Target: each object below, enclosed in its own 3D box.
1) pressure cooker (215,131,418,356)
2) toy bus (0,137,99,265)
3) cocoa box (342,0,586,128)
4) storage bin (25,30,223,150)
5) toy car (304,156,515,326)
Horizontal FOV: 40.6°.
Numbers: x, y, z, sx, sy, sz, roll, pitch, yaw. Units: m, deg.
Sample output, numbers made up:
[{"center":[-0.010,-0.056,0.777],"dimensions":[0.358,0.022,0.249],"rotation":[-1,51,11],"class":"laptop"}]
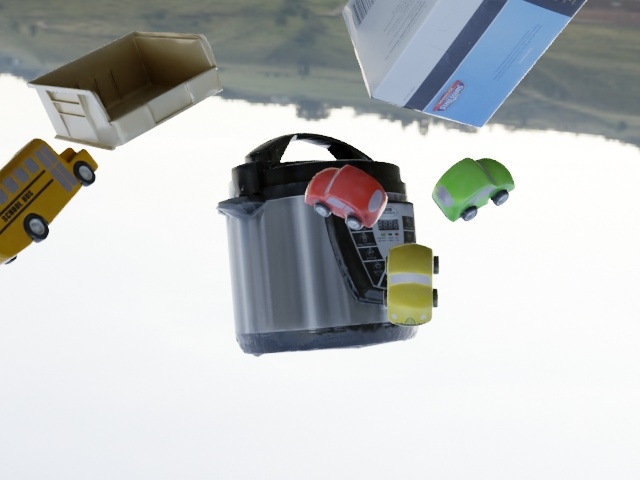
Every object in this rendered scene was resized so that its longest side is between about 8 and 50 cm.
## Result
[{"center":[-0.005,0.001,1.667],"dimensions":[0.375,0.421,0.370],"rotation":[-5,174,2],"class":"pressure cooker"},{"center":[-0.514,-0.066,1.486],"dimensions":[0.108,0.130,0.333],"rotation":[-28,-157,31],"class":"toy bus"},{"center":[0.231,-0.389,1.349],"dimensions":[0.227,0.347,0.232],"rotation":[10,-134,-29],"class":"cocoa box"},{"center":[-0.366,-0.291,1.647],"dimensions":[0.260,0.123,0.262],"rotation":[14,-139,44],"class":"storage bin"},{"center":[0.122,-0.041,0.995],"dimensions":[0.225,0.053,0.239],"rotation":[-28,-121,-10],"class":"toy car"}]
